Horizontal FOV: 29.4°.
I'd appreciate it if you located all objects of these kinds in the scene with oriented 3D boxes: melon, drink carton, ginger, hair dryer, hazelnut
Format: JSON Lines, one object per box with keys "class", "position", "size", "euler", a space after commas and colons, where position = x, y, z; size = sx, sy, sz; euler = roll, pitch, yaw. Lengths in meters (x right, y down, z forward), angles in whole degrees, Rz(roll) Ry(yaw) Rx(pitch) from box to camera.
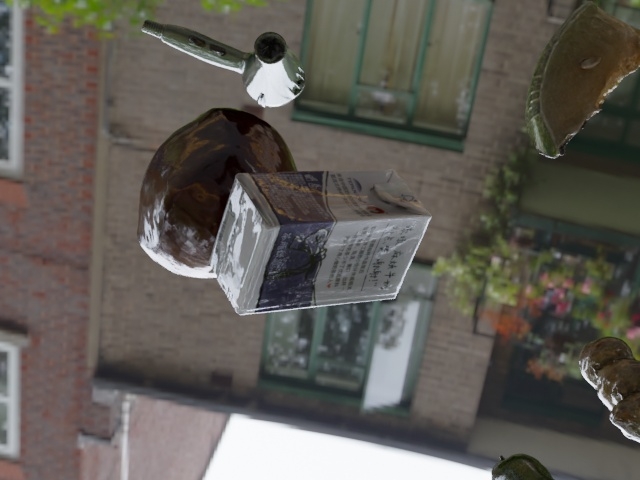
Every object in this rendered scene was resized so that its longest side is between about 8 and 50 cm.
{"class": "melon", "position": [0.249, -0.157, 1.210], "size": [0.098, 0.054, 0.182], "euler": [33, -117, 26]}
{"class": "drink carton", "position": [0.001, -0.001, 1.407], "size": [0.222, 0.134, 0.102], "euler": [-3, -141, -30]}
{"class": "ginger", "position": [0.409, 0.196, 1.619], "size": [0.104, 0.080, 0.204], "euler": [9, -156, -15]}
{"class": "hair dryer", "position": [-0.108, -0.246, 1.585], "size": [0.225, 0.088, 0.219], "euler": [25, 172, -19]}
{"class": "hazelnut", "position": [-0.115, -0.053, 1.547], "size": [0.229, 0.229, 0.229], "euler": [7, -151, -4]}

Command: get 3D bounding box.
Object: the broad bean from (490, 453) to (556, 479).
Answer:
{"class": "broad bean", "position": [0.161, 0.201, 0.802], "size": [0.039, 0.069, 0.227], "euler": [-12, -149, -9]}
